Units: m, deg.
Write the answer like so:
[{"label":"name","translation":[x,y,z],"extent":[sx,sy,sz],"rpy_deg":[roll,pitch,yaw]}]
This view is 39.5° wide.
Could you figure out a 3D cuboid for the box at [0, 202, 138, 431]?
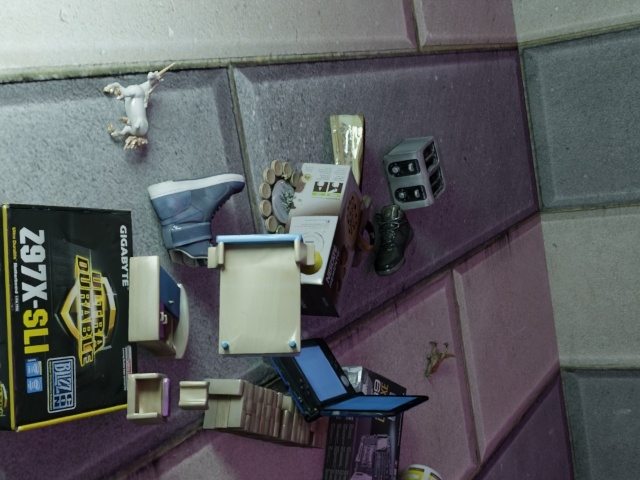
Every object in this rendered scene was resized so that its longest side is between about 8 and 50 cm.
[{"label":"box","translation":[-0.392,0.109,1.352],"extent":[0.257,0.079,0.321],"rpy_deg":[2,85,-58]}]

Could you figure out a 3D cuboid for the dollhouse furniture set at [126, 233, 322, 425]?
[{"label":"dollhouse furniture set","translation":[-0.142,0.155,1.465],"extent":[0.198,0.304,0.286],"rpy_deg":[76,11,-73]}]

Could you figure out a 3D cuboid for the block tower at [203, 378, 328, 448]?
[{"label":"block tower","translation":[-0.106,0.353,1.785],"extent":[0.335,0.091,0.097],"rpy_deg":[33,57,-53]}]

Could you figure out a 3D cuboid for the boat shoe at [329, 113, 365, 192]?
[{"label":"boat shoe","translation":[0.057,-0.166,2.155],"extent":[0.104,0.089,0.285],"rpy_deg":[69,26,-77]}]

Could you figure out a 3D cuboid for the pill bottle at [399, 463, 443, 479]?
[{"label":"pill bottle","translation":[0.237,0.693,2.291],"extent":[0.117,0.117,0.215],"rpy_deg":[64,37,-32]}]

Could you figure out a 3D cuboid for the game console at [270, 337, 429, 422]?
[{"label":"game console","translation":[0.064,0.284,1.877],"extent":[0.250,0.173,0.293],"rpy_deg":[58,16,14]}]

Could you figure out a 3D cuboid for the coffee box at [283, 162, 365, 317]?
[{"label":"coffee box","translation":[0.000,0.000,1.952],"extent":[0.168,0.119,0.297],"rpy_deg":[65,34,-56]}]

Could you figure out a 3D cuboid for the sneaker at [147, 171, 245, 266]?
[{"label":"sneaker","translation":[-0.211,-0.038,1.652],"extent":[0.226,0.086,0.163],"rpy_deg":[-16,89,-49]}]

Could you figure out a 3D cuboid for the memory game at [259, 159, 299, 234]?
[{"label":"memory game","translation":[-0.082,-0.085,1.963],"extent":[0.186,0.012,0.186],"rpy_deg":[12,77,-59]}]

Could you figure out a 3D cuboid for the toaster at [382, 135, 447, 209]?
[{"label":"toaster","translation":[0.267,-0.190,2.472],"extent":[0.186,0.110,0.168],"rpy_deg":[-42,123,-54]}]

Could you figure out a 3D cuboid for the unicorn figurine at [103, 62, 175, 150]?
[{"label":"unicorn figurine","translation":[-0.321,-0.238,1.548],"extent":[0.111,0.060,0.161],"rpy_deg":[-6,107,-60]}]

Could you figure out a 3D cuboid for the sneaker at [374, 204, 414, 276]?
[{"label":"sneaker","translation":[0.177,-0.008,2.323],"extent":[0.130,0.087,0.227],"rpy_deg":[65,33,-28]}]

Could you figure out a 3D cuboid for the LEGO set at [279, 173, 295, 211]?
[{"label":"LEGO set","translation":[-0.069,-0.105,1.951],"extent":[0.054,0.024,0.083],"rpy_deg":[-31,113,-56]}]

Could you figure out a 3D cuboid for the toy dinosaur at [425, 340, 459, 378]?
[{"label":"toy dinosaur","translation":[0.345,0.341,2.606],"extent":[0.183,0.053,0.092],"rpy_deg":[-25,123,-50]}]

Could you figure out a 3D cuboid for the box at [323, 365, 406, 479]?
[{"label":"box","translation":[0.109,0.477,2.144],"extent":[0.242,0.077,0.307],"rpy_deg":[36,56,-52]}]

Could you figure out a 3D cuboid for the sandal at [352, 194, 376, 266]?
[{"label":"sandal","translation":[0.109,-0.016,2.159],"extent":[0.090,0.060,0.219],"rpy_deg":[-61,166,-49]}]
